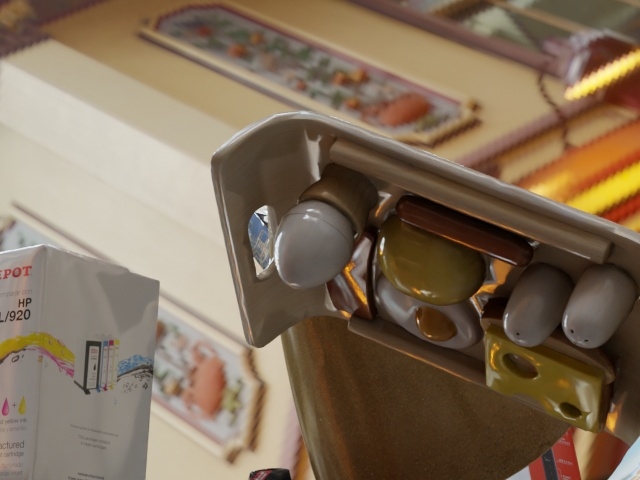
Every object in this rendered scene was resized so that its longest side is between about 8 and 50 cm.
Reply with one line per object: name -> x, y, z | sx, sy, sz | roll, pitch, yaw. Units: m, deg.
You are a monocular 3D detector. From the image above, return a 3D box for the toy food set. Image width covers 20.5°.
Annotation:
toy food set -> 0.080, 0.055, 1.115 | 0.092, 0.306, 0.219 | -55, -24, -29

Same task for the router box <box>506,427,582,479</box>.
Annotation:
router box -> 0.143, 0.279, 1.990 | 0.082, 0.301, 0.335 | 19, -42, -32

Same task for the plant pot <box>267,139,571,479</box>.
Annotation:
plant pot -> 0.061, 0.055, 1.446 | 0.237, 0.237, 0.254 | -33, -70, -30

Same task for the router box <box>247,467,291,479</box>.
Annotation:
router box -> -0.043, 0.276, 1.569 | 0.038, 0.122, 0.092 | -1, -41, -17

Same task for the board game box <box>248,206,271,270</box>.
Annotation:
board game box -> 0.000, 0.000, 1.905 | 0.165, 0.243, 0.042 | 11, -77, -17

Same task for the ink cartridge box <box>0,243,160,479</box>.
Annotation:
ink cartridge box -> -0.283, 0.139, 1.766 | 0.168, 0.171, 0.232 | 21, -114, -51

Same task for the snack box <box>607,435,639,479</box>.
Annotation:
snack box -> 0.160, 0.169, 0.633 | 0.187, 0.060, 0.322 | 59, -145, -4
